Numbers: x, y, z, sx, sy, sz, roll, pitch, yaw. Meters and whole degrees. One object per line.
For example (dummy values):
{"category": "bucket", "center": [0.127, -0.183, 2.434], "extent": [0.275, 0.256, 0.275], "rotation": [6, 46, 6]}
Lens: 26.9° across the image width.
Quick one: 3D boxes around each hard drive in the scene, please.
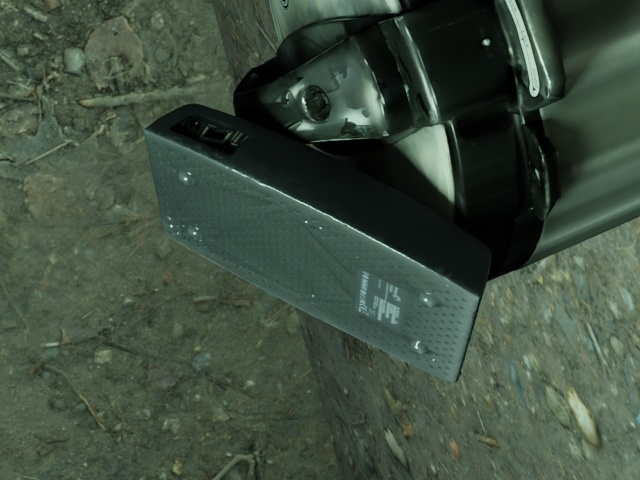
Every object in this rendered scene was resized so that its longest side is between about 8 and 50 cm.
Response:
{"category": "hard drive", "center": [0.000, 0.000, 0.950], "extent": [0.255, 0.054, 0.172], "rotation": [27, 156, 13]}

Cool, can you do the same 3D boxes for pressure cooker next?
{"category": "pressure cooker", "center": [0.137, -0.163, 1.021], "extent": [0.375, 0.421, 0.369], "rotation": [59, 165, 33]}

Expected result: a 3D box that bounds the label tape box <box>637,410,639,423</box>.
{"category": "label tape box", "center": [0.411, 0.150, 1.127], "extent": [0.249, 0.115, 0.347], "rotation": [59, 161, 30]}
